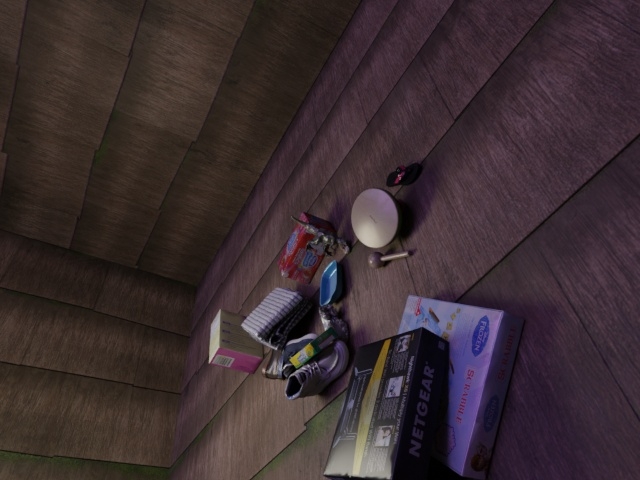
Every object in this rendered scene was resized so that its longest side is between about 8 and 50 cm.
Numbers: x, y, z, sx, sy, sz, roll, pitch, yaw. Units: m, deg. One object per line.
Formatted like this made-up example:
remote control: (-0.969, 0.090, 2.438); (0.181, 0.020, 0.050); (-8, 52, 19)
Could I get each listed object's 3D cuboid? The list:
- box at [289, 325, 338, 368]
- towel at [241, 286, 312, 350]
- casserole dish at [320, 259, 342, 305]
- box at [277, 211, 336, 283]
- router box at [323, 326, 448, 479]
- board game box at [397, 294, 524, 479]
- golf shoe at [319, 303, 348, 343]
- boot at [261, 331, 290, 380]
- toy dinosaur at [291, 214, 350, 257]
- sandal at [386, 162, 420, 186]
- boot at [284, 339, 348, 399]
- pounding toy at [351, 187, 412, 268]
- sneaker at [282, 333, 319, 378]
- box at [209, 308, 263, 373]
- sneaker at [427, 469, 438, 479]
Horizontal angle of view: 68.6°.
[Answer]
box: (-0.027, 0.342, 1.474); (0.105, 0.043, 0.179); (-31, -10, -40)
towel: (-0.169, 0.300, 1.828); (0.235, 0.121, 0.284); (-45, 15, -19)
casserole dish: (0.041, 0.155, 1.665); (0.114, 0.037, 0.188); (-53, 21, 35)
box: (-0.060, 0.031, 1.892); (0.256, 0.128, 0.122); (-63, 24, 17)
router box: (0.139, 0.357, 0.995); (0.243, 0.081, 0.308); (-36, 28, 53)
board game box: (0.266, 0.293, 1.030); (0.318, 0.066, 0.318); (1, 72, 66)
golf shoe: (0.047, 0.293, 1.549); (0.176, 0.069, 0.085); (-115, 17, -50)
boot: (-0.143, 0.445, 1.843); (0.106, 0.082, 0.219); (4, 66, 42)
toy dinosaur: (0.000, 0.000, 1.756); (0.064, 0.268, 0.118); (-41, -30, -47)
sandal: (0.253, -0.208, 1.503); (0.179, 0.040, 0.067); (-10, 62, 64)
boot: (-0.017, 0.414, 1.456); (0.095, 0.124, 0.258); (52, 128, 31)
pounding toy: (0.205, -0.046, 1.437); (0.183, 0.110, 0.236); (-25, 78, 45)
sneaker: (-0.096, 0.426, 1.640); (0.226, 0.086, 0.163); (-42, 11, 47)
box: (-0.387, 0.463, 2.154); (0.117, 0.214, 0.242); (-57, 26, 27)
sneaker: (0.152, 0.535, 0.990); (0.178, 0.124, 0.295); (-49, 24, -3)
